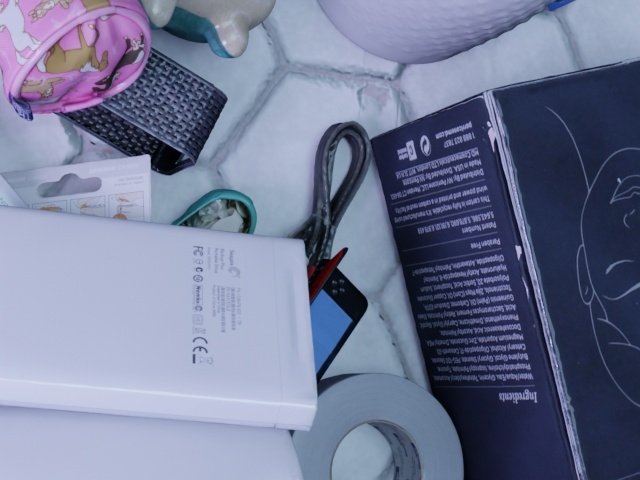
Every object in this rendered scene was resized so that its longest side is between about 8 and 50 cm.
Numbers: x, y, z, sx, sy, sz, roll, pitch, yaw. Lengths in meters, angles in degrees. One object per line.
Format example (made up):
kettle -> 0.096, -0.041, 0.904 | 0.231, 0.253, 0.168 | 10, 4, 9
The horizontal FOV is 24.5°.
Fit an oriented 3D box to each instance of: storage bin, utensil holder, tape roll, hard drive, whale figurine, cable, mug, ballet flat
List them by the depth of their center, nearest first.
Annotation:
hard drive -> -0.186, 0.068, 1.394 | 0.353, 0.047, 0.233 | 7, 41, -11
utensil holder -> -0.242, 0.289, 1.397 | 0.385, 0.327, 0.328 | -6, 87, -27
whale figurine -> -0.157, -0.276, 1.542 | 0.216, 0.141, 0.272 | 60, 27, -7
storage bin -> -0.204, -0.153, 1.560 | 0.180, 0.122, 0.084 | 31, 74, -18
ballet flat -> -0.162, 0.028, 1.579 | 0.247, 0.087, 0.083 | -44, 102, -20
mug -> 0.129, -0.390, 1.615 | 0.374, 0.328, 0.276 | 37, 72, -16
tape roll -> 0.049, 0.258, 1.655 | 0.219, 0.072, 0.219 | 2, 84, -22
cable -> 0.000, 0.000, 1.660 | 0.139, 0.072, 0.287 | 42, 71, -19

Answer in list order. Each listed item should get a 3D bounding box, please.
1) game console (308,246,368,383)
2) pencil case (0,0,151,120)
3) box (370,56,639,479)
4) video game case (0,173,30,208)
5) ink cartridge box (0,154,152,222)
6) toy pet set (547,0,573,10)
game console -> 0.002, 0.093, 1.579 | 0.124, 0.085, 0.144 | 46, 70, -32
pencil case -> -0.324, -0.296, 1.435 | 0.167, 0.160, 0.386 | -41, 72, 13
box -> 0.371, 0.040, 1.693 | 0.480, 0.297, 0.472 | -13, 88, -24
video game case -> -0.394, -0.013, 1.458 | 0.190, 0.022, 0.173 | -43, 102, -22
ink cartridge box -> -0.253, 0.032, 1.526 | 0.181, 0.056, 0.225 | -6, 67, 7
toy pet set -> 0.291, -0.347, 1.841 | 0.122, 0.065, 0.114 | 4, 48, -26
